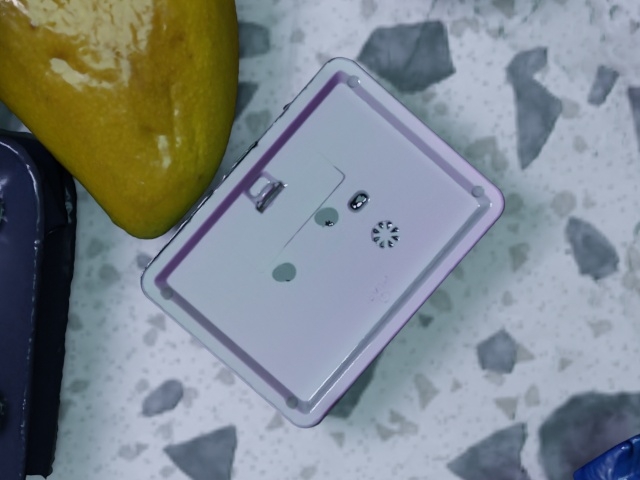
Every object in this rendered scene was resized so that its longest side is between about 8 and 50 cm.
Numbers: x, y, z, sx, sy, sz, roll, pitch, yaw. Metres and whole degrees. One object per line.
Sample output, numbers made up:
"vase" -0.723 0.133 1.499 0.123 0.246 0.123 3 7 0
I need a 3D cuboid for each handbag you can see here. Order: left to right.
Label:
"handbag" -0.327 0.054 0.954 0.326 0.118 0.269 4 92 1

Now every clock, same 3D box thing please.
"clock" 0.000 0.000 0.978 0.150 0.063 0.197 41 90 -2

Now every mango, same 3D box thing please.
"mango" -0.144 -0.155 0.946 0.176 0.119 0.316 -23 95 -8

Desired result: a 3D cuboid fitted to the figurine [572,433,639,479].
"figurine" 0.212 0.254 0.947 0.164 0.121 0.262 -17 70 5
